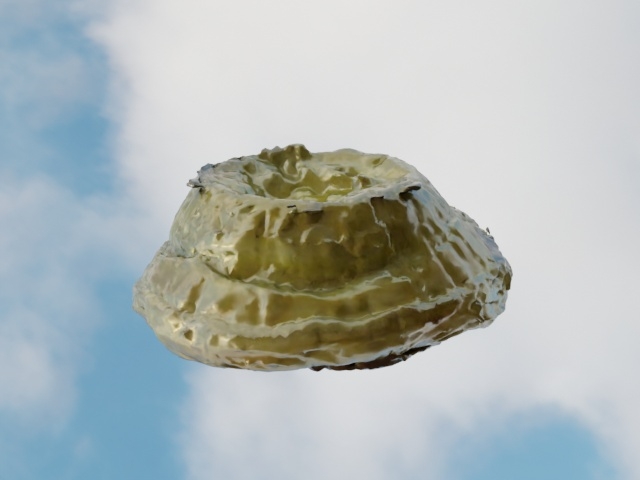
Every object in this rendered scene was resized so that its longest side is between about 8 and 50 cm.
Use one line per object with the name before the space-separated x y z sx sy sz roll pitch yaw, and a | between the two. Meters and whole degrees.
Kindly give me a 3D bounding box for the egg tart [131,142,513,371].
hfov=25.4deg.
egg tart | 0.000 0.000 1.034 0.290 0.290 0.115 -12 -68 -24
